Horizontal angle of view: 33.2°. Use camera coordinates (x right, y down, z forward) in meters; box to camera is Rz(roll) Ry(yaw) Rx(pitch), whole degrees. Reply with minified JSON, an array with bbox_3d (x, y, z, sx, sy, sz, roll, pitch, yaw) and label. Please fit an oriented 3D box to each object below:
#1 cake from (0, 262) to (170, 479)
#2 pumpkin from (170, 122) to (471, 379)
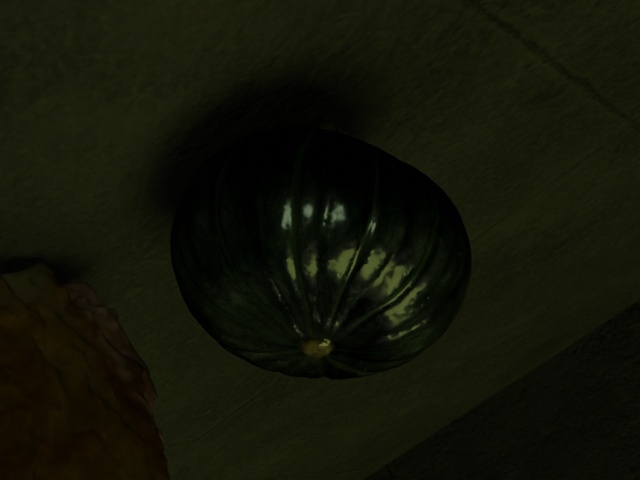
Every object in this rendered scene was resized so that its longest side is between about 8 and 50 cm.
[{"bbox_3d":[-0.285,0.213,0.858,0.307,0.314,0.293,-44,156,30],"label":"cake"},{"bbox_3d":[0.000,0.000,0.882,0.250,0.216,0.250,4,164,1],"label":"pumpkin"}]
